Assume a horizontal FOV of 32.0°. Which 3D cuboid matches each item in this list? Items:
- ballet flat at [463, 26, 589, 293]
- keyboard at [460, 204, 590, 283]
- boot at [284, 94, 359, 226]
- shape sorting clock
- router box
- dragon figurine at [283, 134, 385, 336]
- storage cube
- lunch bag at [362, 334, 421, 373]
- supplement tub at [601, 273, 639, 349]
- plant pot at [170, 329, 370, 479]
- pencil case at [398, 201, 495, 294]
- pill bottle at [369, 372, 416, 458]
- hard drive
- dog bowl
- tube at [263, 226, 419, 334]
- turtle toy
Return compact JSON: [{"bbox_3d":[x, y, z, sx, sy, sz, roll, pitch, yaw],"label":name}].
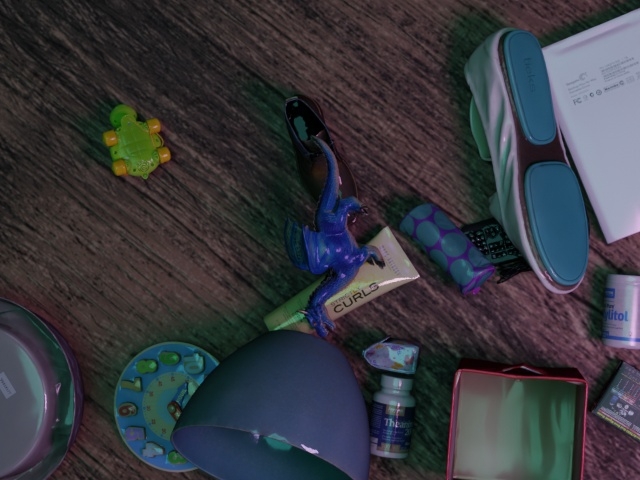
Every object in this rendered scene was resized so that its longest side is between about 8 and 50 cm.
[{"bbox_3d":[0.296,-0.111,1.647,0.139,0.139,0.400,-12,82,9],"label":"ballet flat"},{"bbox_3d":[0.313,0.002,1.681,0.192,0.038,0.100,-16,86,9],"label":"keyboard"},{"bbox_3d":[-0.006,-0.122,1.699,0.082,0.106,0.219,-25,85,8],"label":"boot"},{"bbox_3d":[-0.230,0.262,1.760,0.206,0.040,0.206,0,88,9],"label":"shape sorting clock"},{"bbox_3d":[0.474,0.247,1.650,0.122,0.038,0.092,32,93,9],"label":"router box"},{"bbox_3d":[0.000,0.000,1.633,0.144,0.085,0.289,-22,104,-16],"label":"dragon figurine"},{"bbox_3d":[0.279,0.277,1.603,0.184,0.193,0.214,4,90,9],"label":"storage cube"},{"bbox_3d":[0.108,0.170,1.693,0.083,0.071,0.053,7,91,10],"label":"lunch bag"},{"bbox_3d":[0.451,0.104,1.640,0.071,0.071,0.107,3,89,9],"label":"supplement tub"},{"bbox_3d":[-0.051,0.246,1.637,0.290,0.290,0.195,13,62,9],"label":"plant pot"},{"bbox_3d":[0.190,0.011,1.678,0.064,0.070,0.151,-34,71,-24],"label":"pencil case"},{"bbox_3d":[0.109,0.265,1.693,0.067,0.067,0.120,8,90,9],"label":"pill bottle"},{"bbox_3d":[0.464,-0.174,1.659,0.203,0.040,0.307,-22,86,8],"label":"hard drive"},{"bbox_3d":[-0.537,0.253,1.779,0.349,0.102,0.348,0,89,9],"label":"dog bowl"},{"bbox_3d":[0.026,0.079,1.717,0.240,0.062,0.070,-32,127,2],"label":"tube"},{"bbox_3d":[-0.297,-0.157,1.766,0.095,0.066,0.130,-17,83,-15],"label":"turtle toy"}]
